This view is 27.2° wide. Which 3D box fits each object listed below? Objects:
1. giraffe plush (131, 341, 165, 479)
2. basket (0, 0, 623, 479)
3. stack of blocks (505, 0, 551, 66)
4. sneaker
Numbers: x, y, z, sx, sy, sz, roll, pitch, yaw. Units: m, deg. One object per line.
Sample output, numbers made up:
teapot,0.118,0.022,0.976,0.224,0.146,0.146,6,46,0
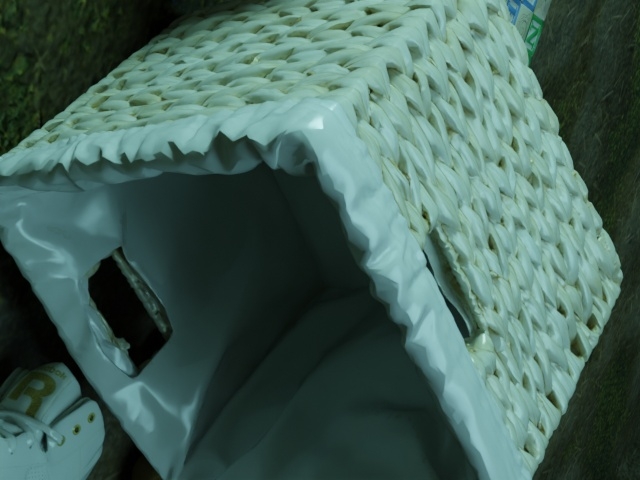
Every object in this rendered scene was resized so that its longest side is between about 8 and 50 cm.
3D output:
giraffe plush,-0.096,0.205,1.198,0.170,0.210,0.181,-50,158,24
basket,0.000,0.000,0.954,0.266,0.331,0.328,-51,124,-38
stack of blocks,0.167,-0.213,1.473,0.171,0.087,0.297,12,97,-63
sneaker,-0.245,0.140,0.932,0.169,0.108,0.292,-60,161,-24
